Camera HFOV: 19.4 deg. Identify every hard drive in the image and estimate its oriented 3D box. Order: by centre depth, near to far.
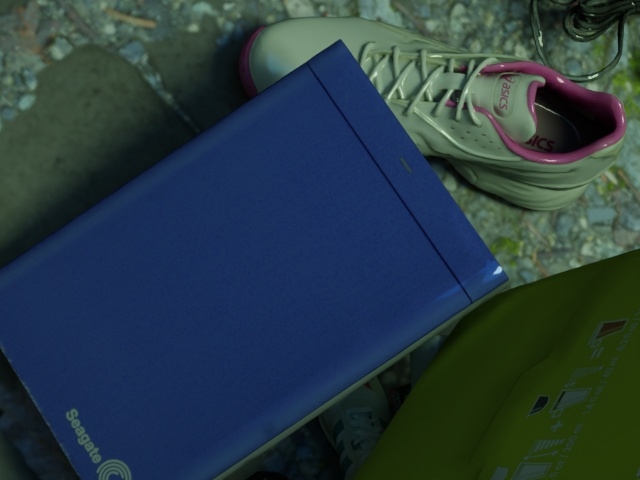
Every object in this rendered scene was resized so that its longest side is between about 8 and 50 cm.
[{"bbox_3d":[-0.059,0.033,1.300,0.319,0.040,0.210,-34,75,0],"label":"hard drive"}]

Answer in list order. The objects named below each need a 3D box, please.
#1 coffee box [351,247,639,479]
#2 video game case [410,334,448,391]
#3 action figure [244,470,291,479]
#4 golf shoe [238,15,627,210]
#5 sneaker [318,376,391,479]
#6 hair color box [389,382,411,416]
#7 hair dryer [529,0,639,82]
[{"bbox_3d":[0.233,0.221,1.167,0.334,0.338,0.337,51,49,-17],"label":"coffee box"},{"bbox_3d":[0.204,0.233,1.393,0.329,0.036,0.300,9,75,-36],"label":"video game case"},{"bbox_3d":[0.015,0.306,1.325,0.185,0.099,0.285,-39,108,-28],"label":"action figure"},{"bbox_3d":[0.093,-0.114,1.426,0.306,0.140,0.115,14,75,-15],"label":"golf shoe"},{"bbox_3d":[0.040,0.157,1.378,0.057,0.075,0.161,-5,80,-21],"label":"sneaker"},{"bbox_3d":[0.127,0.133,1.421,0.141,0.043,0.072,-6,79,-32],"label":"hair color box"},{"bbox_3d":[0.280,-0.248,1.524,0.224,0.080,0.293,17,66,-32],"label":"hair dryer"}]
